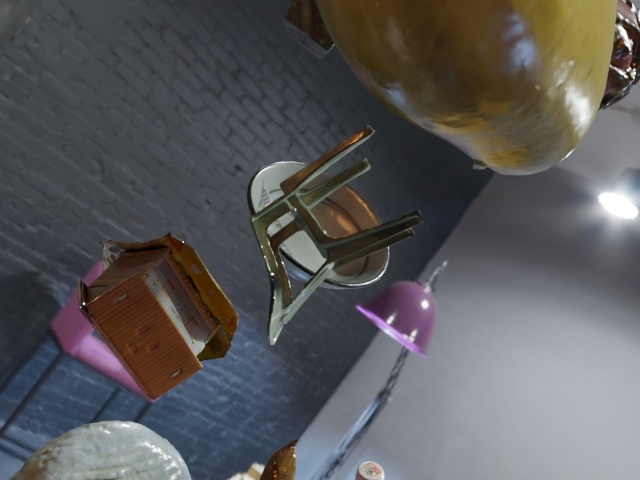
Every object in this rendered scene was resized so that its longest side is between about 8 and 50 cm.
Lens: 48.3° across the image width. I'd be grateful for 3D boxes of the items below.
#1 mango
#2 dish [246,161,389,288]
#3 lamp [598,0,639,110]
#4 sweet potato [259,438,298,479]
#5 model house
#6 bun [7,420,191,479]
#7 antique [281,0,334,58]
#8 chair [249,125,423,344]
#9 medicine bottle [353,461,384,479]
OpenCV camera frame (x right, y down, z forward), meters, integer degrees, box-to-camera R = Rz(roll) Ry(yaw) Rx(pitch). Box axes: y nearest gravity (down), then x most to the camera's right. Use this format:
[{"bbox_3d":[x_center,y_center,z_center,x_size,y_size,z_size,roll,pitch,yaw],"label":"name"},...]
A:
[{"bbox_3d":[0.152,-0.219,0.655,0.220,0.302,0.445,9,-29,42],"label":"mango"},{"bbox_3d":[-0.019,-0.009,1.409,0.316,0.106,0.317,21,41,-19],"label":"dish"},{"bbox_3d":[0.286,-0.273,0.917,0.273,0.177,0.177,24,-1,-19],"label":"lamp"},{"bbox_3d":[-0.080,0.445,1.205,0.068,0.226,0.068,7,-9,1],"label":"sweet potato"},{"bbox_3d":[-0.223,0.119,0.907,0.207,0.136,0.219,-6,-59,36],"label":"model house"},{"bbox_3d":[-0.350,0.456,1.089,0.362,0.362,0.211,40,-29,-28],"label":"bun"},{"bbox_3d":[-0.004,-0.357,1.152,0.088,0.086,0.183,36,5,-9],"label":"antique"},{"bbox_3d":[0.000,0.000,1.042,0.191,0.274,0.203,59,-1,9],"label":"chair"},{"bbox_3d":[0.101,0.603,1.620,0.115,0.219,0.078,-18,35,-39],"label":"medicine bottle"}]
